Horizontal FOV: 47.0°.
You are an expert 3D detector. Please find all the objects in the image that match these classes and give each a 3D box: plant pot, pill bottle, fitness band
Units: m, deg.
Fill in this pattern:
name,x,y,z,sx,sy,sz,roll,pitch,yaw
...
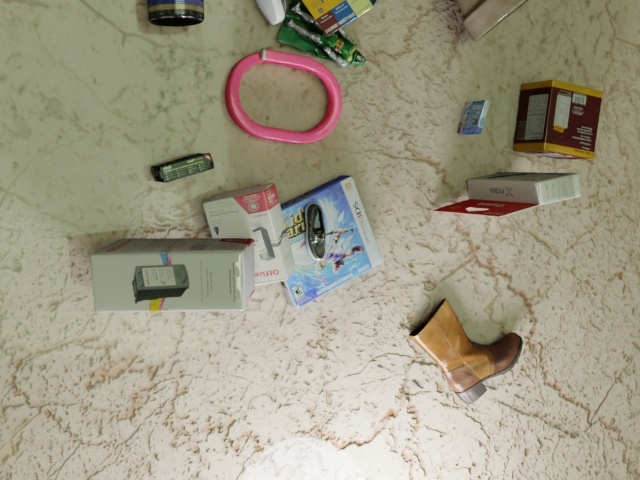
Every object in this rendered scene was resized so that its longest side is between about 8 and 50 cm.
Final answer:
name,x,y,z,sx,sy,sz,roll,pitch,yaw
plant pot,0.441,-0.718,1.864,0.323,0.323,0.280,-38,93,-17
pill bottle,-0.317,-0.583,1.594,0.122,0.122,0.219,-5,98,-25
fitness band,-0.084,-0.342,1.770,0.290,0.054,0.209,5,94,-25

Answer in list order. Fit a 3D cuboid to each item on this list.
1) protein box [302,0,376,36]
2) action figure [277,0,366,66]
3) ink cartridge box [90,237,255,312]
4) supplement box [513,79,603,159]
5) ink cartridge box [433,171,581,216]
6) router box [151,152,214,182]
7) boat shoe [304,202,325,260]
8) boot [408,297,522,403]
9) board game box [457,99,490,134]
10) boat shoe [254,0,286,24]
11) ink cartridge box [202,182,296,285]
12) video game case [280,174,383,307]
name,x,y,z,sx,sy,sz,roll,pitch,yaw
protein box,0.035,-0.620,1.696,0.200,0.135,0.201,51,35,-22
action figure,0.018,-0.493,1.801,0.232,0.063,0.137,26,81,-29
ink cartridge box,-0.300,0.068,1.562,0.306,0.226,0.131,-2,98,2
supplement box,0.672,-0.337,2.086,0.191,0.129,0.194,6,93,-26
ink cartridge box,0.477,-0.125,1.924,0.261,0.296,0.066,-14,101,-23
router box,-0.311,-0.165,1.660,0.122,0.092,0.038,-19,103,-23
boat shoe,-0.010,-0.019,1.779,0.049,0.040,0.142,-12,100,-23
boot,0.413,0.274,2.075,0.264,0.096,0.280,-40,103,-8
board game box,0.412,-0.331,1.985,0.020,0.090,0.090,18,88,-25
boat shoe,-0.125,-0.655,1.693,0.102,0.108,0.301,-24,98,-20
ink cartridge box,-0.163,-0.007,1.711,0.158,0.092,0.218,-11,104,15
video game case,0.000,0.000,1.844,0.269,0.061,0.244,-27,106,-20
